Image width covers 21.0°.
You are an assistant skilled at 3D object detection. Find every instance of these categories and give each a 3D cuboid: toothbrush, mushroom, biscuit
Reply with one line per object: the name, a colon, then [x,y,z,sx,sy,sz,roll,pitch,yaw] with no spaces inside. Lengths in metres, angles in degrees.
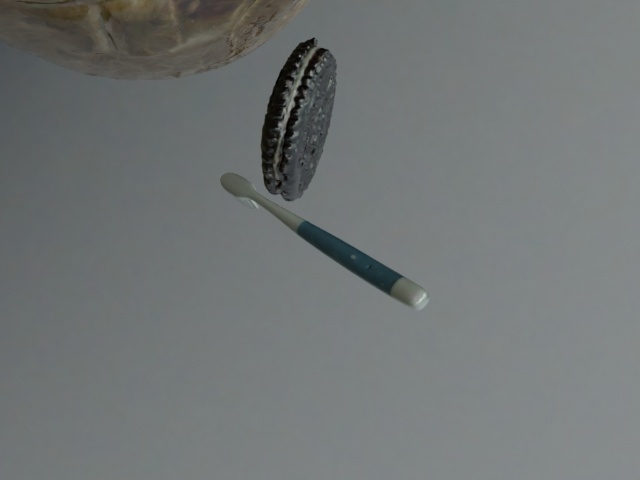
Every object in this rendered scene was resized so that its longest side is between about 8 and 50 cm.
toothbrush: [0.000,0.000,1.364,0.019,0.025,0.276,-47,-139,-10]
mushroom: [-0.118,-0.194,1.031,0.278,0.278,0.146,-33,-136,43]
biscuit: [-0.025,-0.140,2.034,0.194,0.053,0.194,15,90,-81]
